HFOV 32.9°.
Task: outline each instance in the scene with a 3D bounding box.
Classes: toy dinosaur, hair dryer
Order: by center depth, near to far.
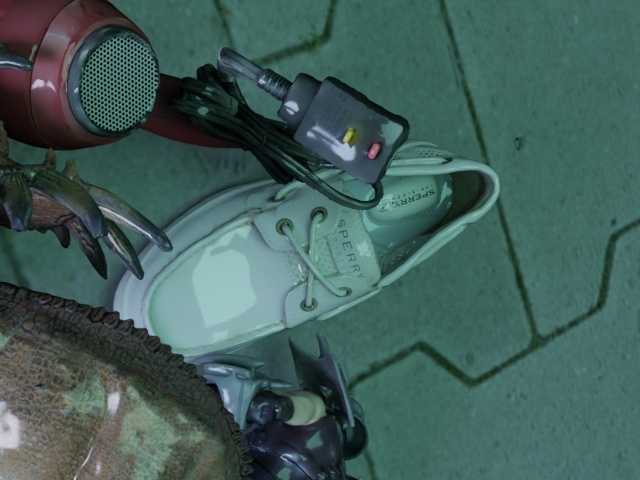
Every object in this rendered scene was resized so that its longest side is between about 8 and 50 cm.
[{"bbox_3d":[-0.107,0.066,0.470,0.296,0.127,0.200,39,90,-21],"label":"toy dinosaur"},{"bbox_3d":[-0.102,-0.066,0.576,0.293,0.223,0.080,22,84,-2],"label":"hair dryer"}]

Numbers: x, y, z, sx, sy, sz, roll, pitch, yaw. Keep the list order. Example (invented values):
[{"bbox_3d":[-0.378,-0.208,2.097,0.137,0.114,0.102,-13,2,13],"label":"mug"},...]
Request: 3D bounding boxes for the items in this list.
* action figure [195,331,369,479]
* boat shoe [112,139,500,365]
[{"bbox_3d":[-0.055,0.168,0.655,0.285,0.099,0.185,-40,120,-46],"label":"action figure"},{"bbox_3d":[0.000,0.000,0.698,0.277,0.096,0.098,-29,107,-28],"label":"boat shoe"}]
